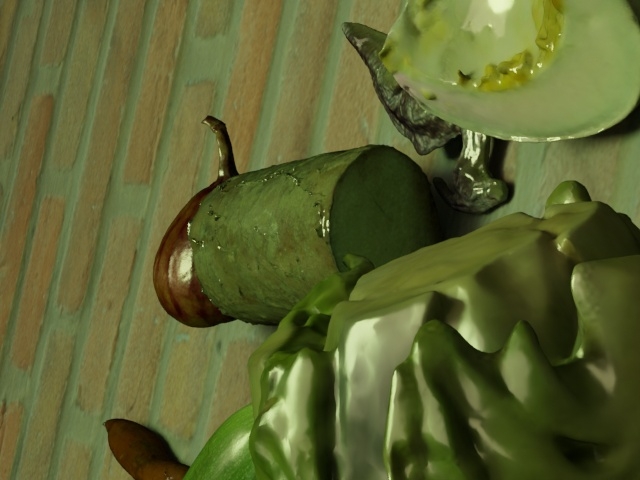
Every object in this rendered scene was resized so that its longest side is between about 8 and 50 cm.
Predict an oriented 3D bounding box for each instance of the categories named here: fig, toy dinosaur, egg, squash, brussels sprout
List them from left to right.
[{"bbox_3d":[-0.113,0.298,1.989,0.395,0.107,0.107,-60,32,29],"label":"squash"},{"bbox_3d":[-0.087,0.002,2.022,0.202,0.149,0.148,-60,29,8],"label":"fig"},{"bbox_3d":[0.109,-0.153,1.783,0.162,0.077,0.294,-61,32,30],"label":"toy dinosaur"},{"bbox_3d":[0.143,0.176,1.318,0.361,0.342,0.425,67,162,-8],"label":"brussels sprout"},{"bbox_3d":[0.193,-0.207,1.552,0.162,0.206,0.271,-59,-2,-32],"label":"egg"}]

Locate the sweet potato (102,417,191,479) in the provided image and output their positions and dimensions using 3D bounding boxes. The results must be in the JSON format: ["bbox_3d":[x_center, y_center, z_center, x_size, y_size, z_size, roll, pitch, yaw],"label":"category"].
[{"bbox_3d":[-0.197,0.256,2.225,0.264,0.057,0.057,31,106,57],"label":"sweet potato"}]

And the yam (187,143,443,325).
[{"bbox_3d":[0.000,0.000,1.833,0.304,0.168,0.168,-7,73,61],"label":"yam"}]
